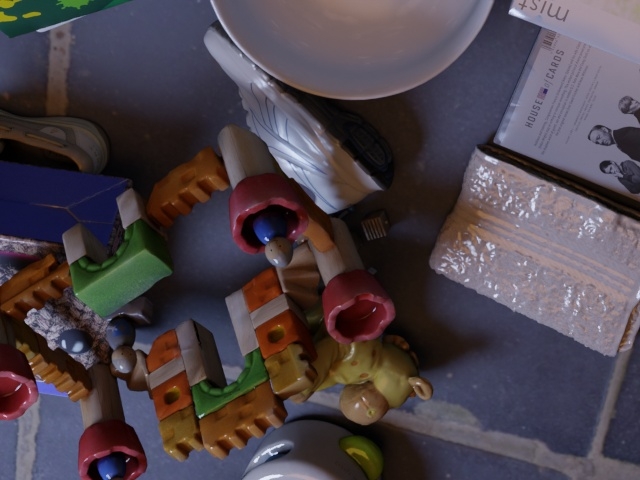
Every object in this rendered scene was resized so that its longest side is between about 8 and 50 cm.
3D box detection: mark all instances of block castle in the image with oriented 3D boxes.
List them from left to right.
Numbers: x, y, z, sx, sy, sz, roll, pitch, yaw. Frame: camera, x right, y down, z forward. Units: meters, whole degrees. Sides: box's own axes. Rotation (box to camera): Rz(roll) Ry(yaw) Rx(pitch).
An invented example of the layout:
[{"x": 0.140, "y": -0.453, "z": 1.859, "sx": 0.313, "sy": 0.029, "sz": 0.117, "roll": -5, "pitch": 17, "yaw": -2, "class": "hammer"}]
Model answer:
[{"x": -0.166, "y": 0.106, "z": 1.585, "sx": 0.453, "sy": 0.213, "sz": 0.303, "roll": -32, "pitch": 136, "yaw": 11, "class": "block castle"}]

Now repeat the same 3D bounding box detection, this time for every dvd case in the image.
[{"x": 0.349, "y": -0.152, "z": 1.604, "sx": 0.238, "sy": 0.029, "sz": 0.179, "roll": 23, "pitch": 118, "yaw": 5, "class": "dvd case"}]

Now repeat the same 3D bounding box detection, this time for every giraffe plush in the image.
[{"x": 0.049, "y": 0.163, "z": 1.761, "sx": 0.210, "sy": 0.181, "sz": 0.170, "roll": -41, "pitch": 110, "yaw": 11, "class": "giraffe plush"}]

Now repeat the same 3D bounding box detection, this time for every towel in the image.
[{"x": 0.288, "y": 0.016, "z": 1.677, "sx": 0.282, "sy": 0.049, "sz": 0.187, "roll": 25, "pitch": 117, "yaw": 8, "class": "towel"}]

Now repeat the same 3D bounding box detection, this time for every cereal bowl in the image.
[{"x": 0.040, "y": -0.339, "z": 1.526, "sx": 0.339, "sy": 0.141, "sz": 0.339, "roll": 4, "pitch": 121, "yaw": 6, "class": "cereal bowl"}]

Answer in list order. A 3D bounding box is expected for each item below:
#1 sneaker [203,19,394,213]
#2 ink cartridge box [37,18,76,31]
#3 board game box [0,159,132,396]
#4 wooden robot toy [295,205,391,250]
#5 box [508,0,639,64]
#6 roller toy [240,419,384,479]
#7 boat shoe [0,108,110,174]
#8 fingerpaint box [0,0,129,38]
[{"x": -0.046, "y": -0.147, "z": 1.671, "sx": 0.129, "sy": 0.111, "sz": 0.297, "roll": -37, "pitch": 99, "yaw": 32, "class": "sneaker"}, {"x": -0.226, "y": -0.461, "z": 1.607, "sx": 0.385, "sy": 0.091, "sz": 0.308, "roll": -21, "pitch": 107, "yaw": 5, "class": "ink cartridge box"}, {"x": -0.374, "y": 0.054, "z": 1.764, "sx": 0.232, "sy": 0.141, "sz": 0.291, "roll": 8, "pitch": 133, "yaw": 1, "class": "board game box"}, {"x": 0.000, "y": 0.000, "z": 1.737, "sx": 0.173, "sy": 0.079, "sz": 0.076, "roll": 1, "pitch": 114, "yaw": 15, "class": "wooden robot toy"}, {"x": 0.369, "y": -0.317, "z": 1.472, "sx": 0.262, "sy": 0.127, "sz": 0.231, "roll": 22, "pitch": 116, "yaw": 3, "class": "box"}, {"x": -0.018, "y": 0.363, "z": 1.869, "sx": 0.191, "sy": 0.146, "sz": 0.209, "roll": 11, "pitch": 117, "yaw": 10, "class": "roller toy"}, {"x": -0.436, "y": -0.113, "z": 1.790, "sx": 0.302, "sy": 0.098, "sz": 0.109, "roll": 4, "pitch": 115, "yaw": 13, "class": "boat shoe"}, {"x": -0.216, "y": -0.481, "z": 1.378, "sx": 0.371, "sy": 0.163, "sz": 0.445, "roll": -14, "pitch": 71, "yaw": 13, "class": "fingerpaint box"}]
